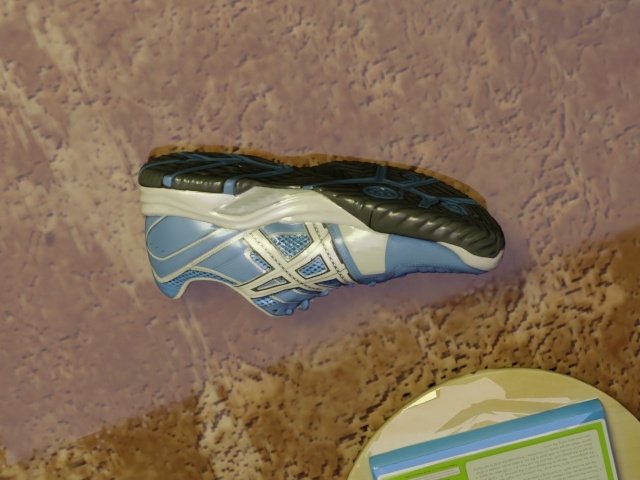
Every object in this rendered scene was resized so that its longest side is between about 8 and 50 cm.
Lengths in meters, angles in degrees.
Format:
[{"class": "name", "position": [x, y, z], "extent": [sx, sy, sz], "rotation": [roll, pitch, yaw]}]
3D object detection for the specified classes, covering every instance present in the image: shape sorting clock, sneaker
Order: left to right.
[{"class": "sneaker", "position": [0.000, 0.000, 1.003], "extent": [0.211, 0.080, 0.081], "rotation": [7, 108, 8]}, {"class": "shape sorting clock", "position": [0.111, 0.173, 1.050], "extent": [0.206, 0.040, 0.206], "rotation": [-1, 101, -4]}]
